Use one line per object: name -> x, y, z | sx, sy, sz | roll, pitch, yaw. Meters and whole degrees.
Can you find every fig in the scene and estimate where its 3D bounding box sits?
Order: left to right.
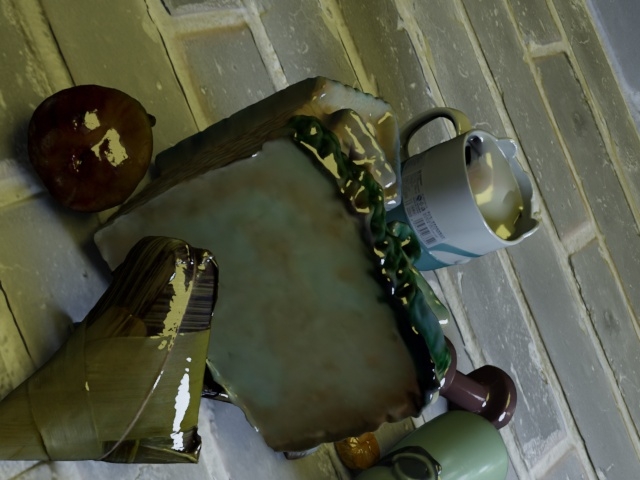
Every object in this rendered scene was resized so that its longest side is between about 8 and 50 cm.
fig -> -0.292, -0.146, 1.582 | 0.170, 0.145, 0.274 | 61, 24, -11

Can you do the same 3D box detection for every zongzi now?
zongzi -> -0.285, 0.131, 1.372 | 0.317, 0.154, 0.289 | 5, 93, -36

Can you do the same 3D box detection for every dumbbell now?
dumbbell -> 0.235, 0.256, 2.012 | 0.225, 0.140, 0.124 | 30, 39, -37

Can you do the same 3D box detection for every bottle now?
bottle -> 0.166, 0.390, 1.818 | 0.347, 0.168, 0.168 | -14, 83, -57

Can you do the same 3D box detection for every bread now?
bread -> 0.062, 0.333, 1.839 | 0.081, 0.046, 0.083 | 19, 57, -48

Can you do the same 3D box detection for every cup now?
cup -> 0.227, -0.097, 2.075 | 0.219, 0.257, 0.290 | 0, 72, -51

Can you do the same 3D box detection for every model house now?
model house -> 0.000, 0.000, 1.635 | 0.445, 0.395, 0.400 | 55, 31, -15

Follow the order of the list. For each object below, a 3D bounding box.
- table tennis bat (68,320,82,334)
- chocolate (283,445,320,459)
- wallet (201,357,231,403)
table tennis bat -> -0.303, 0.184, 1.492 | 0.095, 0.014, 0.158 | -8, 80, -51
chocolate -> -0.012, 0.276, 1.756 | 0.072, 0.072, 0.167 | 60, 38, -11
wallet -> -0.132, 0.182, 1.687 | 0.232, 0.031, 0.122 | 21, 56, -45
